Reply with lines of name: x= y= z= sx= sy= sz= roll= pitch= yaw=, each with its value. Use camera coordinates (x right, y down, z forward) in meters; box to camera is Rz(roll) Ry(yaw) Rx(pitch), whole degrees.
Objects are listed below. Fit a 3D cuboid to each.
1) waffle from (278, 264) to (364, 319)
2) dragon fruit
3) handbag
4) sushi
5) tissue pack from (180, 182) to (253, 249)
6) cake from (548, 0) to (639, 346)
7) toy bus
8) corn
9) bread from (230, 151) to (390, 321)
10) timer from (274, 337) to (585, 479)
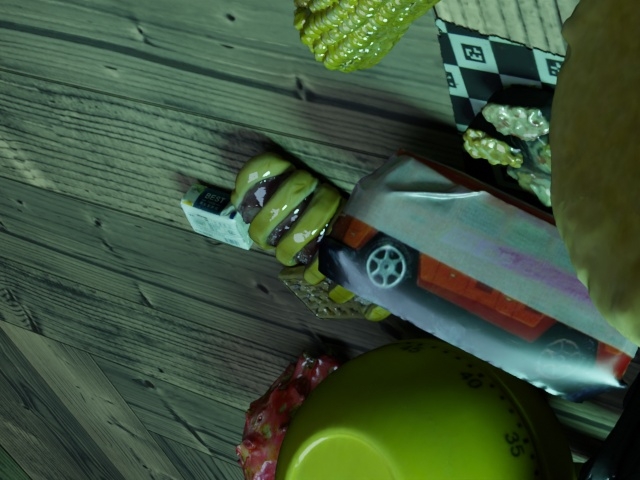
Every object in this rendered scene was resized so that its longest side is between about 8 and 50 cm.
waffle: x=0.014 y=0.062 z=1.665 sx=0.092 sy=0.021 sz=0.135 roll=48 pitch=152 yaw=-23
dragon fruit: x=-0.009 y=0.263 z=1.840 sx=0.205 sy=0.210 sz=0.268 roll=5 pitch=108 yaw=10
handbag: x=0.291 y=0.232 z=1.329 sx=0.088 sy=0.244 sz=0.275 roll=26 pitch=139 yaw=14
sushi: x=0.184 y=-0.080 z=1.198 sx=0.193 sy=0.040 sz=0.210 roll=21 pitch=151 yaw=25
tissue pack: x=-0.117 y=-0.029 z=1.635 sx=0.083 sy=0.042 sz=0.062 roll=17 pitch=151 yaw=32
cake: x=0.343 y=-0.066 z=0.800 sx=0.321 sy=0.332 sz=0.332 roll=10 pitch=163 yaw=-23
toy bus: x=0.156 y=0.030 z=1.275 sx=0.303 sy=0.147 sz=0.127 roll=28 pitch=-179 yaw=6
corn: x=0.064 y=-0.211 z=1.049 sx=0.101 sy=0.101 sz=0.292 roll=40 pitch=155 yaw=-12
bread: x=0.000 y=0.000 z=1.505 sx=0.225 sy=0.081 sz=0.134 roll=33 pitch=156 yaw=0
timer: x=0.146 y=0.282 z=1.582 sx=0.376 sy=0.376 sz=0.387 roll=10 pitch=-173 yaw=41
